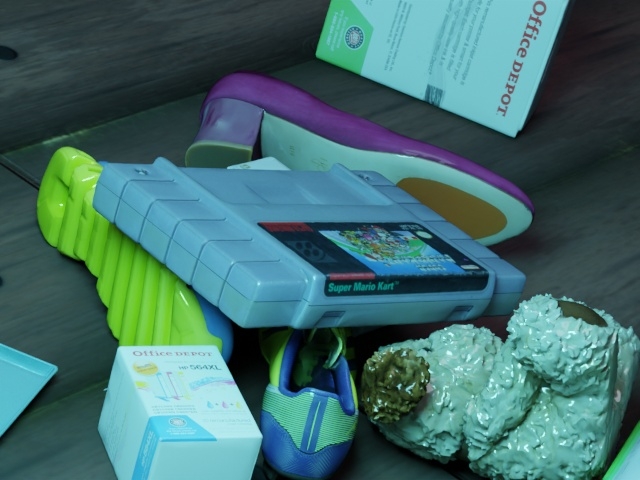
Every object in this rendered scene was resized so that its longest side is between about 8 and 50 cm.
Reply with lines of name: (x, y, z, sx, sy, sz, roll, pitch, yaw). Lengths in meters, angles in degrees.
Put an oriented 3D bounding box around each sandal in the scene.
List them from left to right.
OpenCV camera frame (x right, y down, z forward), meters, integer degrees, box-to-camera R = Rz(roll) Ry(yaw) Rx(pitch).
sandal: (-0.146, 0.013, 1.834, 0.138, 0.126, 0.317, 2, 34, -32)

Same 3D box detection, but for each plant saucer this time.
plant saucer: (-0.285, 0.143, 1.636, 0.067, 0.018, 0.192, 21, 29, 8)

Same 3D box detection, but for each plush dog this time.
plush dog: (0.147, 0.145, 1.740, 0.225, 0.211, 0.262, 10, -2, 16)

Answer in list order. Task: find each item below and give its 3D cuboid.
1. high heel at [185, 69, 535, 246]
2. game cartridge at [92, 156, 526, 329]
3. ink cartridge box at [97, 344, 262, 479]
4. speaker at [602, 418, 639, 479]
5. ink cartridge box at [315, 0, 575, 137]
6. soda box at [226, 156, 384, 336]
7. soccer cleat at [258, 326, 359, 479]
high heel: (0.053, -0.104, 2.113, 0.377, 0.127, 0.181, 16, 40, 5)
game cartridge: (0.000, 0.000, 1.773, 0.355, 0.068, 0.230, -1, 24, -47)
ink cartridge box: (-0.121, 0.152, 1.632, 0.092, 0.090, 0.143, 1, 33, -25)
speaker: (0.316, 0.218, 1.711, 0.131, 0.131, 0.296, 25, 30, 14)
ink cartridge box: (0.157, -0.274, 2.397, 0.273, 0.198, 0.115, 23, 28, 10)
soda box: (-0.008, 0.003, 1.962, 0.216, 0.074, 0.069, 37, 35, 31)
soccer cleat: (-0.003, 0.100, 1.751, 0.093, 0.121, 0.289, 13, 29, -7)
